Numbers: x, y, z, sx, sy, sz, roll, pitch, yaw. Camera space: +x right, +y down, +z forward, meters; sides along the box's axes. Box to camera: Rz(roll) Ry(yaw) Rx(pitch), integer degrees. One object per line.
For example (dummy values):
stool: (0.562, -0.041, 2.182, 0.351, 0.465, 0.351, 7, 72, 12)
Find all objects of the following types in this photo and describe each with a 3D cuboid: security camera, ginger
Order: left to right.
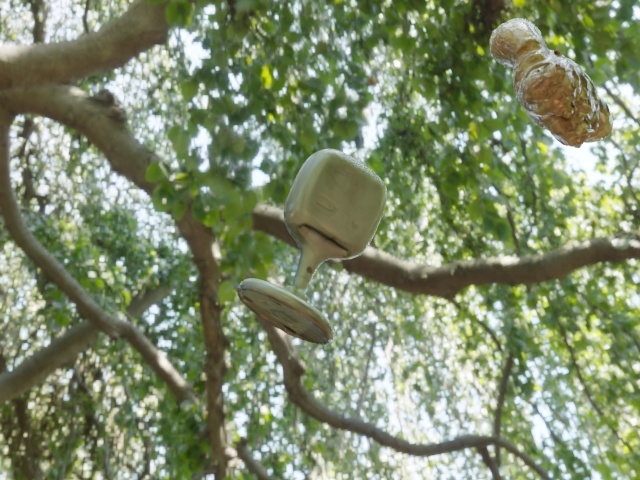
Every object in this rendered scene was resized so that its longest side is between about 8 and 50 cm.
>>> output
security camera: (0.000, 0.000, 0.379, 0.058, 0.092, 0.058, 25, -20, 10)
ginger: (0.221, -0.127, 0.675, 0.059, 0.133, 0.214, -40, -43, 21)
